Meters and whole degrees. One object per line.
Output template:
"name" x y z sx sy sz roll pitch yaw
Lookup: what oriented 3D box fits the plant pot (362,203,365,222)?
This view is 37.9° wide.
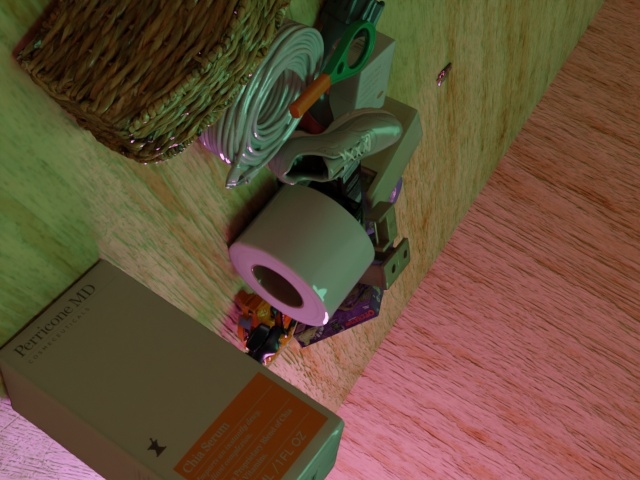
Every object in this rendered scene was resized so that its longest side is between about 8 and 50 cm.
"plant pot" 0.000 0.000 2.126 0.237 0.109 0.237 -54 162 -26

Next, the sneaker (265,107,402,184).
"sneaker" 0.032 -0.152 1.640 0.262 0.121 0.099 -17 127 -11

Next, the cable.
"cable" -0.094 -0.239 1.504 0.257 0.089 0.257 -46 158 -40

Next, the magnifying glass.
"magnifying glass" 0.023 -0.285 1.559 0.231 0.026 0.092 -51 154 -28

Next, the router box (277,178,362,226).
"router box" 0.001 -0.067 1.905 0.046 0.179 0.133 -55 163 -20

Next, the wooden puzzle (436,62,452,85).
"wooden puzzle" 0.333 -0.446 2.500 0.083 0.006 0.049 -48 160 -33

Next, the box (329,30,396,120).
"box" 0.066 -0.313 1.820 0.130 0.091 0.170 -47 159 -36

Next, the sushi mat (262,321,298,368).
"sushi mat" -0.122 0.276 2.412 0.316 0.019 0.151 -46 160 -35

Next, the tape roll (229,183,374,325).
"tape roll" -0.038 0.030 1.852 0.169 0.246 0.246 -52 162 -23

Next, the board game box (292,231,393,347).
"board game box" 0.062 0.106 2.213 0.208 0.056 0.347 -30 -160 25

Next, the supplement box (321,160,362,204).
"supplement box" 0.015 -0.132 1.919 0.073 0.130 0.239 -54 163 -19

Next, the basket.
"basket" -0.159 -0.234 1.106 0.299 0.213 0.223 -57 163 -8

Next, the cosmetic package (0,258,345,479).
"cosmetic package" -0.217 0.251 1.352 0.230 0.453 0.161 -48 160 -34

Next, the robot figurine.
"robot figurine" -0.119 0.176 2.140 0.211 0.085 0.291 -49 160 -29

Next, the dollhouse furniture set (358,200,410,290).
"dollhouse furniture set" 0.112 -0.009 2.078 0.129 0.129 0.184 -47 137 -45

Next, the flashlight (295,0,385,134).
"flashlight" 0.020 -0.303 1.678 0.103 0.103 0.304 -1 125 -52

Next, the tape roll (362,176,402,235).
"tape roll" 0.127 -0.101 2.376 0.189 0.080 0.189 -52 162 -25

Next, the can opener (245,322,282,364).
"can opener" -0.143 0.257 2.048 0.186 0.073 0.059 -59 180 26

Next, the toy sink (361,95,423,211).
"toy sink" 0.119 -0.194 2.109 0.234 0.131 0.153 -62 164 -8
